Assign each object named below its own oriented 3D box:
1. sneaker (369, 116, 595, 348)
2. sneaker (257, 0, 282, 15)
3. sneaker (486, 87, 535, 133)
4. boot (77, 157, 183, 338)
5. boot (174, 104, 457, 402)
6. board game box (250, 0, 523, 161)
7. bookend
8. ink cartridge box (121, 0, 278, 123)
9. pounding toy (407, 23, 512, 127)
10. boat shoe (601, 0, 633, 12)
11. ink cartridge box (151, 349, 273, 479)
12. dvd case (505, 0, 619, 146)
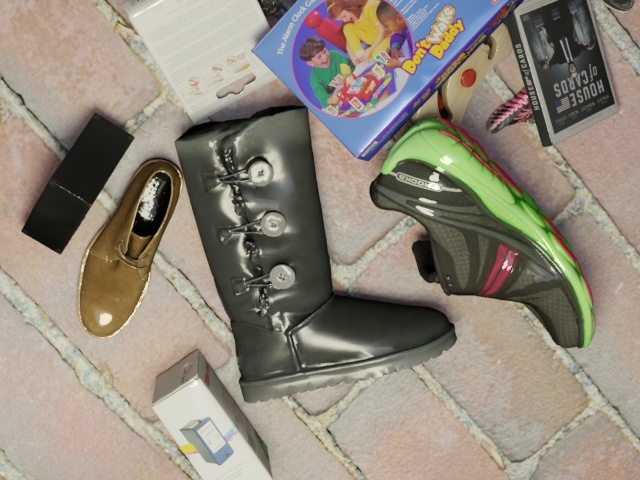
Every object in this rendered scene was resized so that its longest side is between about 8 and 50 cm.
[{"bbox_3d":[0.261,0.011,1.699,0.202,0.185,0.483,-39,112,17],"label":"sneaker"},{"bbox_3d":[-0.140,-0.405,1.646,0.089,0.051,0.170,-35,108,2],"label":"sneaker"},{"bbox_3d":[0.327,-0.206,1.745,0.119,0.047,0.057,-37,113,1],"label":"sneaker"},{"bbox_3d":[-0.301,0.018,1.662,0.112,0.115,0.305,22,97,-12],"label":"boot"},{"bbox_3d":[-0.002,0.001,1.694,0.367,0.146,0.445,-14,96,-7],"label":"boot"},{"bbox_3d":[0.102,-0.321,1.569,0.347,0.078,0.233,-45,79,12],"label":"board game box"},{"bbox_3d":[-0.372,-0.086,1.645,0.072,0.156,0.157,32,50,-11],"label":"bookend"},{"bbox_3d":[-0.170,-0.310,1.635,0.181,0.056,0.224,-28,136,1],"label":"ink cartridge box"},{"bbox_3d":[0.191,-0.296,1.697,0.154,0.155,0.269,3,111,-36],"label":"pounding toy"},{"bbox_3d":[0.463,-0.418,1.727,0.046,0.038,0.125,-42,102,1],"label":"boat shoe"},{"bbox_3d":[-0.172,0.297,1.702,0.093,0.154,0.212,-31,103,0],"label":"ink cartridge box"},{"bbox_3d":[0.383,-0.289,1.702,0.179,0.030,0.238,-27,103,-33],"label":"dvd case"}]
